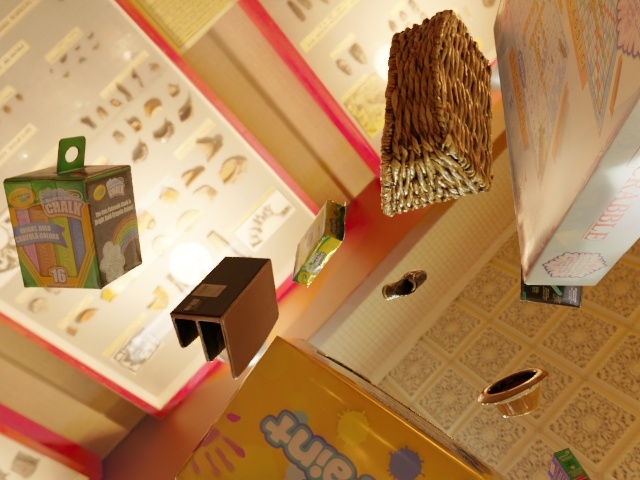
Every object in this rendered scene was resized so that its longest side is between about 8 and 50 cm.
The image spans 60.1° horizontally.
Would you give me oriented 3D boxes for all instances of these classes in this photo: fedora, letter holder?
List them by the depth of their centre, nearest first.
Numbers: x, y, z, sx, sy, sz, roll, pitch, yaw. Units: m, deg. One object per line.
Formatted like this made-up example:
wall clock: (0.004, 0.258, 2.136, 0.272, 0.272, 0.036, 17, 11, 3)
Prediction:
fedora: (0.496, 0.391, 1.393, 0.195, 0.079, 0.194, -24, 174, -3)
letter holder: (-0.245, 0.208, 1.514, 0.152, 0.214, 0.302, 2, -152, 20)

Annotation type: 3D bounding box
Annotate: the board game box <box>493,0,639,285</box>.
board game box: (0.203, -0.174, 0.405, 0.066, 0.318, 0.318, 1, -118, 5)

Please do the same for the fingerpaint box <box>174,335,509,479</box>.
fingerpaint box: (0.105, 0.292, 0.625, 0.163, 0.445, 0.371, -55, 172, -8)

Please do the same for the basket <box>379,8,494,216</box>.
basket: (0.160, -0.222, 0.973, 0.223, 0.214, 0.298, -12, -120, 38)

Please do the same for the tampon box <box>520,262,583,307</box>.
tampon box: (0.657, 0.106, 1.564, 0.161, 0.120, 0.101, 6, -153, 27)

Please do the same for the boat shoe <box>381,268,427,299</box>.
boat shoe: (0.225, 0.115, 1.412, 0.152, 0.056, 0.049, -25, -168, -34)

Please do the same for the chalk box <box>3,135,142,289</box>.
chalk box: (-0.367, -0.047, 0.827, 0.132, 0.212, 0.132, 0, -165, 11)

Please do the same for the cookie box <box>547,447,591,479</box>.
cookie box: (0.526, 0.506, 1.152, 0.040, 0.091, 0.107, -17, -139, -9)

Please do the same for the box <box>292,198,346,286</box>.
box: (0.000, 0.000, 1.102, 0.179, 0.043, 0.105, -52, -157, 40)
